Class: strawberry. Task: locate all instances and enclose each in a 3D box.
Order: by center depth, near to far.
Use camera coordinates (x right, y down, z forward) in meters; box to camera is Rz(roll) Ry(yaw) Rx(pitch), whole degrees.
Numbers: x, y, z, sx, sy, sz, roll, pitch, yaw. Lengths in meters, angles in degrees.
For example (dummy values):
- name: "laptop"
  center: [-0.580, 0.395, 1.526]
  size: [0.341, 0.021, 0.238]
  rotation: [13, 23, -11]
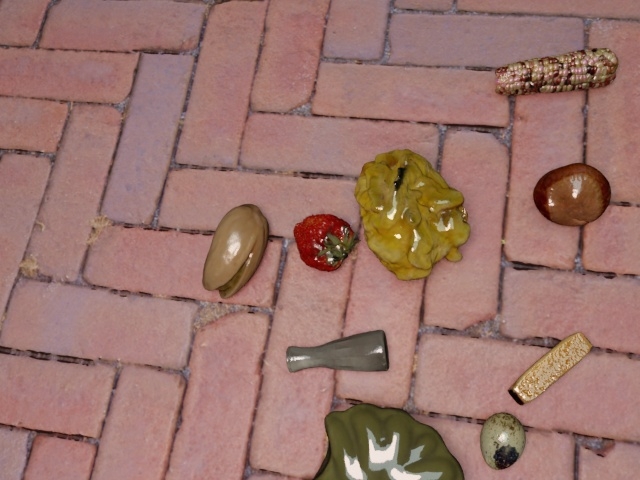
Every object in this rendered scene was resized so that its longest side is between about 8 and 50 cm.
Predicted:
- name: "strawberry"
  center: [0.006, 0.004, 1.255]
  size: [0.131, 0.148, 0.131]
  rotation: [-3, 97, -27]

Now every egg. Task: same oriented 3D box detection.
- name: "egg"
  center: [0.355, 0.393, 1.089]
  size: [0.085, 0.085, 0.110]
  rotation: [21, 80, 14]

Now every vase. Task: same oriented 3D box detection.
- name: "vase"
  center: [0.035, 0.245, 1.187]
  size: [0.213, 0.086, 0.086]
  rotation: [-8, 72, 10]

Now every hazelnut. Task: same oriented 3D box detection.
- name: "hazelnut"
  center: [0.540, -0.104, 1.199]
  size: [0.154, 0.143, 0.143]
  rotation: [-8, 71, 22]

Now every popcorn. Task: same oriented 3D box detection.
- name: "popcorn"
  center: [0.190, -0.056, 1.192]
  size: [0.251, 0.215, 0.287]
  rotation: [2, 72, -25]

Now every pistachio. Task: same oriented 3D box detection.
- name: "pistachio"
  center: [-0.194, 0.021, 1.269]
  size: [0.135, 0.136, 0.226]
  rotation: [23, 85, 14]

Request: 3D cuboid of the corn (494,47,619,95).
- name: "corn"
  center: [0.553, -0.392, 1.311]
  size: [0.280, 0.092, 0.092]
  rotation: [-5, 72, 11]

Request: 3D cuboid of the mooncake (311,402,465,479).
- name: "mooncake"
  center: [0.107, 0.492, 1.044]
  size: [0.350, 0.187, 0.352]
  rotation: [-2, 71, 6]

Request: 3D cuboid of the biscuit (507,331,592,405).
- name: "biscuit"
  center: [0.465, 0.261, 1.132]
  size: [0.188, 0.056, 0.052]
  rotation: [-38, 70, -3]
